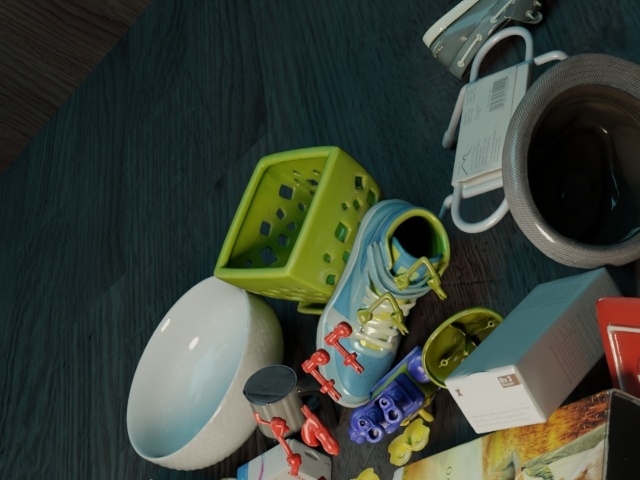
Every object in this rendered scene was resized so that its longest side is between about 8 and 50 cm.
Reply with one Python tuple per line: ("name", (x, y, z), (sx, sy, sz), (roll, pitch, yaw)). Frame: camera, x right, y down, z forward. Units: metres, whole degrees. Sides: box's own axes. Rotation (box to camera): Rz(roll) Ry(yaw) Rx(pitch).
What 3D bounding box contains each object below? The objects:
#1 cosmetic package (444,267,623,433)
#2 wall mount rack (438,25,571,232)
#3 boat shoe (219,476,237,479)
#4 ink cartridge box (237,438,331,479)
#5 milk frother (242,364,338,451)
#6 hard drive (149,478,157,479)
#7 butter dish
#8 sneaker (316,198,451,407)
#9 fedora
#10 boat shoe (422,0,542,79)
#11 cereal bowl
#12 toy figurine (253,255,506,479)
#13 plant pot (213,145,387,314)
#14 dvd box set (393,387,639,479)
("cosmetic package", (0.265, 0.130, 1.488), (0.231, 0.085, 0.117), (-40, 12, -38))
("wall mount rack", (0.247, -0.128, 1.822), (0.304, 0.130, 0.350), (-18, 49, 43))
("boat shoe", (-0.167, 0.497, 1.900), (0.096, 0.098, 0.277), (-3, 60, 56))
("ink cartridge box", (-0.054, 0.356, 1.866), (0.122, 0.088, 0.052), (-37, 37, 33))
("milk frother", (-0.050, 0.242, 1.912), (0.129, 0.135, 0.143), (-24, 37, -10))
("hard drive", (-0.272, 0.570, 2.028), (0.237, 0.064, 0.339), (-1, 63, 56))
("butter dish", (0.404, 0.126, 1.375), (0.160, 0.118, 0.160), (0, 108, 56))
("sneaker", (0.089, 0.089, 1.776), (0.208, 0.127, 0.319), (174, 110, -77))
("fedora", (0.340, -0.088, 1.592), (0.124, 0.243, 0.275), (124, 161, -75))
("boat shoe", (0.314, -0.379, 1.993), (0.319, 0.116, 0.099), (-35, 81, 24))
("cereal bowl", (-0.174, 0.235, 2.098), (0.339, 0.141, 0.339), (-36, 38, 35))
("toy figurine", (0.107, 0.175, 1.700), (0.362, 0.191, 0.217), (-48, -8, 18))
("plant pot", (0.000, 0.000, 1.982), (0.228, 0.207, 0.227), (-3, 61, 55))
("dvd box set", (0.202, 0.367, 1.437), (0.420, 0.062, 0.308), (-34, 36, 52))
